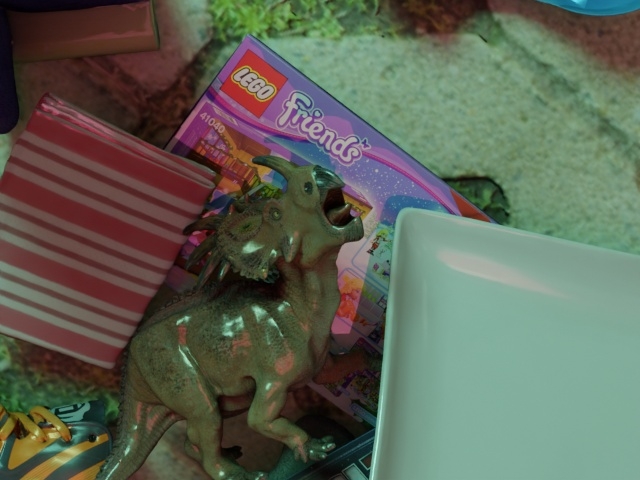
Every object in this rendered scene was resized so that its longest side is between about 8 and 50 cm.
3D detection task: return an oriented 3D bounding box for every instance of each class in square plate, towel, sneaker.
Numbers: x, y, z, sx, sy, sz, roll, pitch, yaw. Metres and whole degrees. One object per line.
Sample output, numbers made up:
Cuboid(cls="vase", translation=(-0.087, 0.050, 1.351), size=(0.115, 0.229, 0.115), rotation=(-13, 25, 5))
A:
Cuboid(cls="square plate", translation=(0.197, 0.167, 0.675), size=(0.344, 0.049, 0.347), rotation=(11, 65, -5))
Cuboid(cls="towel", translation=(-0.185, 0.000, 0.734), size=(0.144, 0.029, 0.197), rotation=(25, 111, -18))
Cuboid(cls="sneaker", translation=(-0.275, 0.135, 0.780), size=(0.180, 0.124, 0.321), rotation=(-21, 96, -17))

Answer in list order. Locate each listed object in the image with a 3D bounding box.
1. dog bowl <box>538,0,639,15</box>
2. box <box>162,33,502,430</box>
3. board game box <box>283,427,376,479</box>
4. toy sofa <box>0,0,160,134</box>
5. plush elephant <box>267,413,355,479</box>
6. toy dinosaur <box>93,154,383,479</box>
Cuboid(cls="dog bowl", translation=(0.144, -0.265, 0.739), size=(0.297, 0.074, 0.166), rotation=(8, 99, -2))
Cuboid(cls="box", translation=(0.000, 0.000, 0.788), size=(0.293, 0.057, 0.201), rotation=(37, 99, -7))
Cuboid(cls="board game box", translation=(0.056, 0.224, 0.703), size=(0.243, 0.165, 0.042), rotation=(-24, 145, -28))
Cuboid(cls="toy sofa", translation=(-0.200, -0.165, 0.602), size=(0.150, 0.362, 0.177), rotation=(-7, 93, -1))
Cuboid(cls="plush elephant", translation=(-0.036, 0.364, 0.765), size=(0.330, 0.255, 0.272), rotation=(-32, 59, -33))
Cuboid(cls="toy dinosaur", translation=(-0.073, 0.071, 0.712), size=(0.295, 0.127, 0.200), rotation=(-32, 101, 11))
